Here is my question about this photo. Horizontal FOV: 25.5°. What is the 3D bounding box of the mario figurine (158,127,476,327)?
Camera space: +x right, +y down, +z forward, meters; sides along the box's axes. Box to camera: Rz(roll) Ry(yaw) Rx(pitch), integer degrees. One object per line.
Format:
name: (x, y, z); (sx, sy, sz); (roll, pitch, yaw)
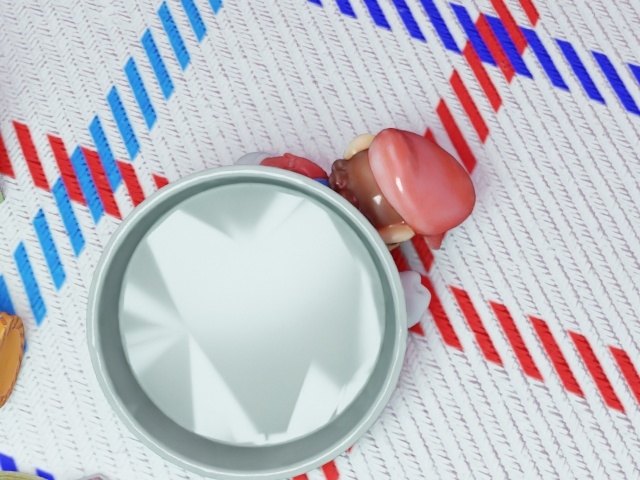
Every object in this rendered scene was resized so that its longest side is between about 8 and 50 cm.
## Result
mario figurine: (0.000, 0.000, 1.405); (0.321, 0.170, 0.198); (-17, 99, 2)

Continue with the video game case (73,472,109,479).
video game case: (-0.186, 0.262, 1.229); (0.157, 0.143, 0.019); (30, 108, 26)

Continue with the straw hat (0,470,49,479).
straw hat: (-0.255, 0.272, 1.263); (0.144, 0.144, 0.061); (32, 105, 15)

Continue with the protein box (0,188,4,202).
protein box: (-0.444, -0.080, 1.373); (0.201, 0.200, 0.136); (-34, 68, -17)

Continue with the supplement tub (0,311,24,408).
supplement tub: (-0.384, 0.097, 1.328); (0.190, 0.117, 0.117); (12, 63, 5)

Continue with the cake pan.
cake pan: (-0.066, 0.075, 1.304); (0.293, 0.054, 0.293); (0, 96, 3)
